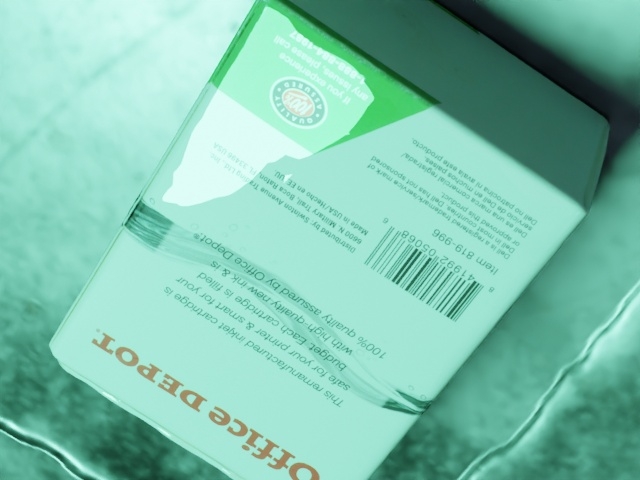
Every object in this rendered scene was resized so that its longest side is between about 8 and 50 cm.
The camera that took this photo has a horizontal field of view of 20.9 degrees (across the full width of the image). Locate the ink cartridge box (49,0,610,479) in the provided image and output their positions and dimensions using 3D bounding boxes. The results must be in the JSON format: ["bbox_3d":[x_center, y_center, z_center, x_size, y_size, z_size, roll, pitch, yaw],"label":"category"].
[{"bbox_3d":[0.000,0.000,0.736,0.153,0.087,0.208,34,122,-4],"label":"ink cartridge box"}]
